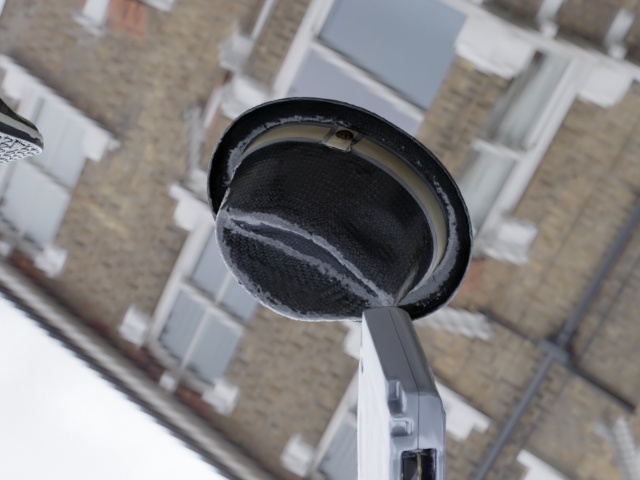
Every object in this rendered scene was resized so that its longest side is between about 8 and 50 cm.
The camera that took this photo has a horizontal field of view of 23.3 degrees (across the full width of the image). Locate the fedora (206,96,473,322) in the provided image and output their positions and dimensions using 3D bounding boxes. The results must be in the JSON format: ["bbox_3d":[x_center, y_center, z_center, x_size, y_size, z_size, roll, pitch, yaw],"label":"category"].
[{"bbox_3d":[0.000,0.000,1.786,0.334,0.334,0.152,29,-140,6],"label":"fedora"}]

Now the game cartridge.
[{"bbox_3d":[0.071,0.220,1.420,0.060,0.294,0.196,-5,-156,-10],"label":"game cartridge"}]

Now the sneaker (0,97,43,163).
[{"bbox_3d":[-0.376,-0.152,1.717,0.234,0.084,0.097,40,-142,-71],"label":"sneaker"}]
